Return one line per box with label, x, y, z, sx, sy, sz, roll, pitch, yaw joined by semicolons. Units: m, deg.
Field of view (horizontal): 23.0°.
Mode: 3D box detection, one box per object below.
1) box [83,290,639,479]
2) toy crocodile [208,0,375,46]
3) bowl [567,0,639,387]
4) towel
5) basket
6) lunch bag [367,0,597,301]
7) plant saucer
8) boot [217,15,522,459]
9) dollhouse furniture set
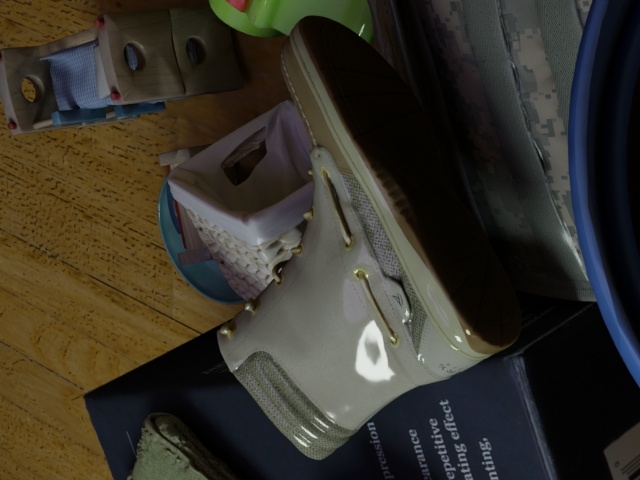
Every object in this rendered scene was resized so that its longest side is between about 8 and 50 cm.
box;0.076;0.187;1.054;0.396;0.212;0.293;-10;102;44
toy crocodile;-0.086;-0.238;1.083;0.340;0.105;0.115;45;133;18
bowl;0.299;-0.034;0.671;0.391;0.391;0.077;55;176;8
towel;-0.070;0.189;1.021;0.148;0.027;0.110;39;131;22
basket;-0.013;-0.015;1.055;0.167;0.113;0.103;30;149;62
lunch bag;0.133;-0.096;0.908;0.287;0.169;0.235;1;114;51
plant saucer;-0.079;-0.009;1.243;0.119;0.021;0.119;19;121;35
boot;0.000;0.000;0.875;0.165;0.077;0.213;-38;72;37
dollhouse furniture set;-0.138;-0.068;1.166;0.129;0.129;0.183;-11;91;41
